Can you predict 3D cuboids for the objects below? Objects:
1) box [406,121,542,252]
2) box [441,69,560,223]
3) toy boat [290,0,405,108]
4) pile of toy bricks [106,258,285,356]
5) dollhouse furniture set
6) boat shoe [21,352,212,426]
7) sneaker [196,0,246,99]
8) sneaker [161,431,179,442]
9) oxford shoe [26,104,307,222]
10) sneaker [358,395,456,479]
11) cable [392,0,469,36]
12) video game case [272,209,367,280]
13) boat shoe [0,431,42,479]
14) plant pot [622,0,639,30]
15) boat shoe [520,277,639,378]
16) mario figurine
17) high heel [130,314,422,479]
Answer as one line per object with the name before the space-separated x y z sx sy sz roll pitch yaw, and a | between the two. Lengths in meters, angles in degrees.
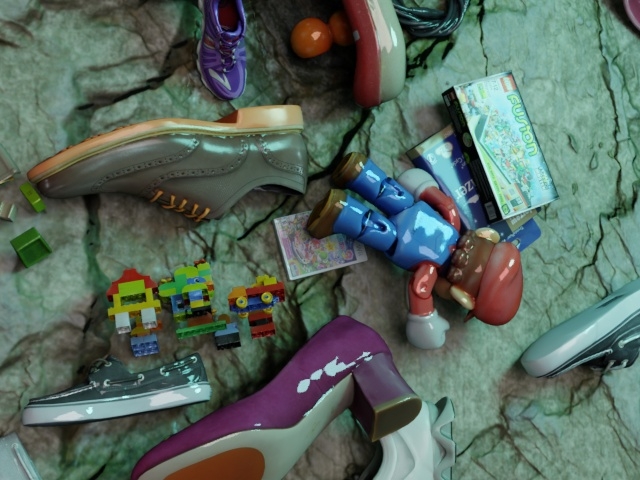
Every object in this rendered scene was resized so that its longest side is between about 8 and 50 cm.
box | 0.242 -0.072 1.335 0.136 0.036 0.225 -35 96 -24
box | 0.266 -0.139 1.317 0.114 0.036 0.207 -20 88 -26
toy boat | 0.031 -0.294 1.248 0.151 0.151 0.231 -19 87 6
pile of toy bricks | -0.155 0.070 1.125 0.212 0.118 0.105 -9 56 -8
dollhouse furniture set | -0.382 -0.045 1.082 0.076 0.058 0.152 -35 76 -16
boat shoe | -0.243 0.174 1.073 0.228 0.080 0.076 -5 77 -24
sneaker | -0.126 -0.259 1.167 0.068 0.071 0.170 -13 125 -15
sneaker | -0.168 0.336 1.073 0.069 0.082 0.209 5 80 -23
oxford shoe | -0.175 -0.083 1.120 0.363 0.130 0.133 -12 92 -23
sneaker | 0.102 0.373 1.171 0.146 0.122 0.331 -1 82 -4
cable | 0.144 -0.394 1.350 0.184 0.047 0.150 37 74 -15
video game case | 0.000 0.000 1.236 0.122 0.011 0.087 -14 86 -24
boat shoe | -0.308 0.319 1.018 0.081 0.079 0.227 -37 93 -19
plant pot | 0.617 -0.456 1.480 0.201 0.201 0.180 36 54 -13
boat shoe | 0.431 0.150 1.342 0.301 0.108 0.102 -25 89 -31
mario figurine | 0.135 0.021 1.246 0.320 0.170 0.198 33 102 -8
high heel | -0.071 0.200 1.101 0.377 0.181 0.127 -9 129 -30
